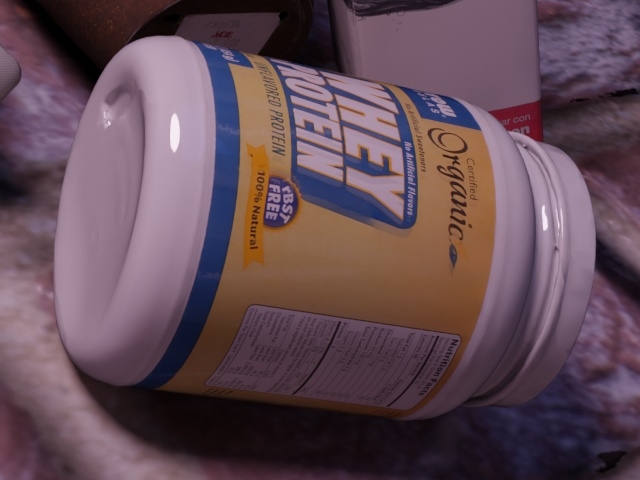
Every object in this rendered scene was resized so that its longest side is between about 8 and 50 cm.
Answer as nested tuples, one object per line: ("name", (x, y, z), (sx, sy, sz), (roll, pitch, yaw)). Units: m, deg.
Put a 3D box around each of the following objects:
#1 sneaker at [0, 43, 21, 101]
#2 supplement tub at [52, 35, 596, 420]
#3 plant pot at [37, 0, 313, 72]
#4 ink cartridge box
("sneaker", (-0.223, -0.145, 0.712), (0.121, 0.099, 0.262), (5, 51, -49))
("supplement tub", (0.000, 0.000, 0.666), (0.200, 0.144, 0.144), (9, 37, -24))
("plant pot", (-0.094, -0.193, 0.841), (0.215, 0.215, 0.230), (-4, 60, -37))
("ink cartridge box", (0.050, -0.166, 0.830), (0.100, 0.237, 0.172), (-10, 40, -1))
